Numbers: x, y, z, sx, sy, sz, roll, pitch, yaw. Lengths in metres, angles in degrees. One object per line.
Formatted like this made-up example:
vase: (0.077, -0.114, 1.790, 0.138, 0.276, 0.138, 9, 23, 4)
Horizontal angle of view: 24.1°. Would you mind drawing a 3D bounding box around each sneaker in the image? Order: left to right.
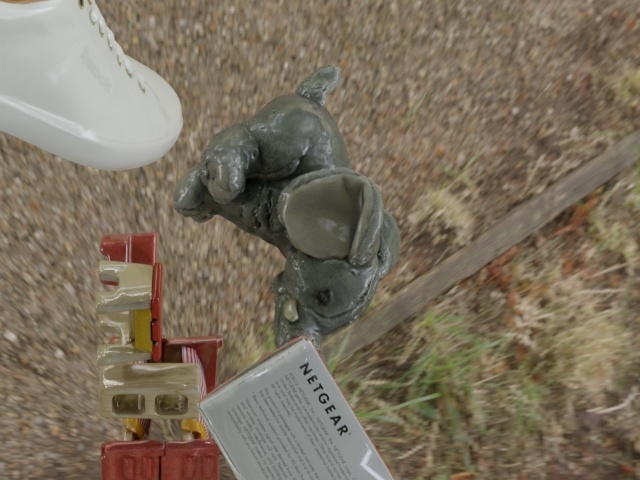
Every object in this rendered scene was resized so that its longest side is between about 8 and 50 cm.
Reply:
sneaker: (-0.156, -0.125, 0.916, 0.106, 0.290, 0.123, 46, 106, 26)

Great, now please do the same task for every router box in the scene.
router box: (0.043, 0.237, 1.022, 0.082, 0.301, 0.335, -31, 83, -5)

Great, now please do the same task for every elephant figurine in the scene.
elephant figurine: (0.000, 0.000, 1.337, 0.239, 0.186, 0.169, 46, 36, 13)

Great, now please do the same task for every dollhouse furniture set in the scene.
dollhouse furniture set: (-0.191, 0.138, 1.840, 0.152, 0.374, 0.201, 1, 43, -6)
